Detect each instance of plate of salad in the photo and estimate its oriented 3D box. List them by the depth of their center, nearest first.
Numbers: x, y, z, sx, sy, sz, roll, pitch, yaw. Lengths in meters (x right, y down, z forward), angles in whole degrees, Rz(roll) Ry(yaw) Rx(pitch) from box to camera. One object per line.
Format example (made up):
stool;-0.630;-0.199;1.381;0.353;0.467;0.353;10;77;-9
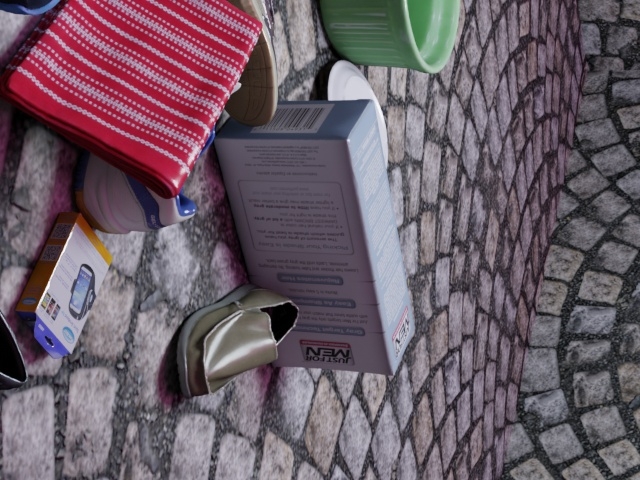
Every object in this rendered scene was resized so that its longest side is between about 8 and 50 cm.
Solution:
plate of salad;0.052;-0.181;1.868;0.200;0.048;0.200;37;45;-51

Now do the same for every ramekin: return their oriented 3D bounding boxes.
ramekin;0.109;-0.413;1.887;0.303;0.148;0.303;2;90;-68

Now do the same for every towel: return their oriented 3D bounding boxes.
towel;-0.180;-0.184;1.200;0.199;0.031;0.275;32;49;-12

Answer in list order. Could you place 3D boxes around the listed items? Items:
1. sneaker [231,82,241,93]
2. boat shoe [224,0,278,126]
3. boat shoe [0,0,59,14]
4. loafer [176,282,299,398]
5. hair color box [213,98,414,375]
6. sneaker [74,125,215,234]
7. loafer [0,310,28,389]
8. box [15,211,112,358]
sneaker;-0.136;-0.229;1.409;0.054;0.061;0.152;-118;-170;-47
boat shoe;-0.098;-0.280;1.464;0.092;0.102;0.285;-51;132;-48
boat shoe;-0.233;-0.327;1.118;0.089;0.109;0.258;66;32;-53
loafer;-0.100;0.119;1.513;0.251;0.087;0.094;-46;134;-58
hair color box;0.000;0.000;1.617;0.114;0.185;0.374;-60;145;-50
sneaker;-0.163;-0.146;1.282;0.112;0.131;0.297;36;58;-62
loafer;-0.310;0.043;1.008;0.076;0.078;0.223;-66;149;-43
box;-0.258;0.049;1.205;0.081;0.028;0.136;64;38;-49
